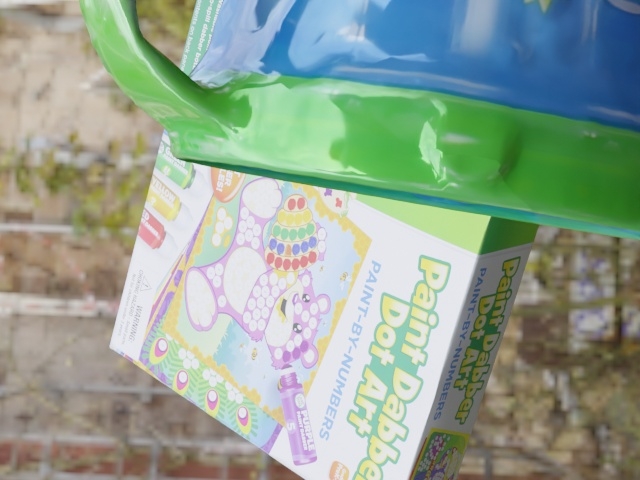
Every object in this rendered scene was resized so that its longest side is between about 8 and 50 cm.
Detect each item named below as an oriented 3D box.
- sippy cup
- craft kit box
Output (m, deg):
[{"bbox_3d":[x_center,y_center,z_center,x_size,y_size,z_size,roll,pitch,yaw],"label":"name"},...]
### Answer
[{"bbox_3d":[0.071,-0.123,0.618,0.305,0.240,0.224,9,-88,-63],"label":"sippy cup"},{"bbox_3d":[0.000,0.000,0.872,0.061,0.246,0.250,-5,-65,-51],"label":"craft kit box"}]
